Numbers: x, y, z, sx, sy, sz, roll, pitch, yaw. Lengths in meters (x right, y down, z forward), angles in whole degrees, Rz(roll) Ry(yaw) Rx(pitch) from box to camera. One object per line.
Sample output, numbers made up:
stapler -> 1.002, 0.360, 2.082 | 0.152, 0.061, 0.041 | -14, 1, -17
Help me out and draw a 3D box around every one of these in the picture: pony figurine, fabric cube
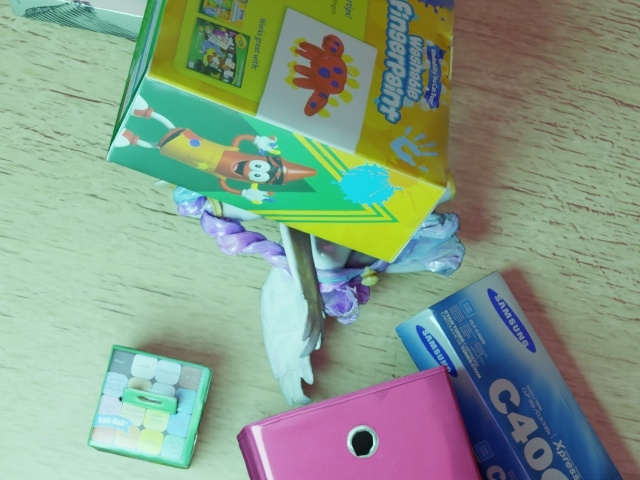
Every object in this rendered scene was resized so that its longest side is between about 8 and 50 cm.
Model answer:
pony figurine -> 0.000, 0.000, 1.885 | 0.363, 0.303, 0.351 | -15, 68, -16
fabric cube -> 0.055, 0.319, 1.773 | 0.254, 0.259, 0.258 | -15, 81, -8

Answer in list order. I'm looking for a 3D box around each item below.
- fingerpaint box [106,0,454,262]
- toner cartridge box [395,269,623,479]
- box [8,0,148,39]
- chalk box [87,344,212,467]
fingerpaint box -> -0.032, -0.234, 1.792 | 0.371, 0.163, 0.445 | 19, 47, -15
toner cartridge box -> 0.254, 0.225, 1.901 | 0.165, 0.075, 0.348 | -25, 82, -47
box -> -0.281, -0.338, 1.980 | 0.275, 0.113, 0.094 | 12, 79, -1
chalk box -> -0.214, 0.214, 1.840 | 0.132, 0.213, 0.132 | 14, 80, -1
